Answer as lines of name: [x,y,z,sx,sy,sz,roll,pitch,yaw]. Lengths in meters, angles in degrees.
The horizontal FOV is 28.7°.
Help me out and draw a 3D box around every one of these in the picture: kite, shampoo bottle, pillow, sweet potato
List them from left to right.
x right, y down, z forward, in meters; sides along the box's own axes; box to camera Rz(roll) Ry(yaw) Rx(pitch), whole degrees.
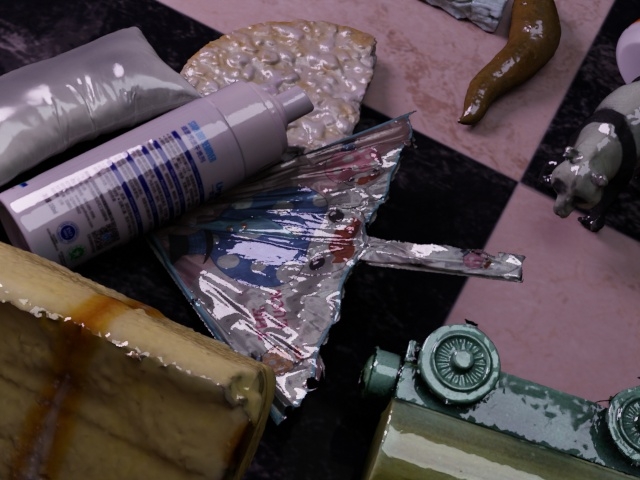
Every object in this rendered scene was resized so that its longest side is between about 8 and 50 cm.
pillow: [-0.243,-0.123,1.169,0.254,0.078,0.144,-27,42,-26]
shampoo bottle: [-0.138,-0.068,1.135,0.303,0.092,0.092,-30,66,-21]
kite: [0.000,0.000,1.111,0.368,0.014,0.406,7,45,18]
sweet potato: [0.220,-0.209,1.371,0.069,0.059,0.249,14,54,22]

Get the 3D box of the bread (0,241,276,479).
bread: [-0.189,0.151,0.901,0.263,0.198,0.236,24,86,9]

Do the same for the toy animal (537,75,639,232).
toy animal: [0.300,-0.092,1.263,0.225,0.121,0.094,-33,68,-29]

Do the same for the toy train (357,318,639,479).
toy train: [0.169,0.190,1.044,0.307,0.126,0.189,18,72,-1]

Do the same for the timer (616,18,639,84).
timer: [0.402,-0.204,1.381,0.136,0.099,0.136,6,65,-14]

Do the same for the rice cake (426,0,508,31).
rice cake: [0.184,-0.340,1.466,0.124,0.038,0.211,25,52,5]

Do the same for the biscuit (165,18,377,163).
biscuit: [-0.039,-0.147,1.274,0.265,0.040,0.188,-25,64,-26]

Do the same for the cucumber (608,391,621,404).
cucumber: [0.357,0.161,1.149,0.184,0.033,0.036,7,74,-6]
